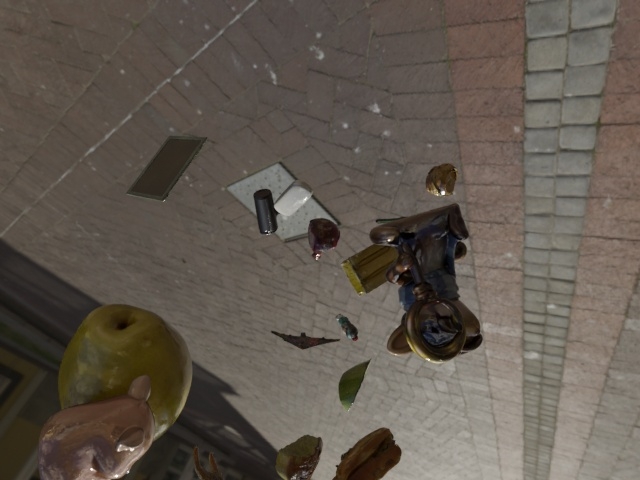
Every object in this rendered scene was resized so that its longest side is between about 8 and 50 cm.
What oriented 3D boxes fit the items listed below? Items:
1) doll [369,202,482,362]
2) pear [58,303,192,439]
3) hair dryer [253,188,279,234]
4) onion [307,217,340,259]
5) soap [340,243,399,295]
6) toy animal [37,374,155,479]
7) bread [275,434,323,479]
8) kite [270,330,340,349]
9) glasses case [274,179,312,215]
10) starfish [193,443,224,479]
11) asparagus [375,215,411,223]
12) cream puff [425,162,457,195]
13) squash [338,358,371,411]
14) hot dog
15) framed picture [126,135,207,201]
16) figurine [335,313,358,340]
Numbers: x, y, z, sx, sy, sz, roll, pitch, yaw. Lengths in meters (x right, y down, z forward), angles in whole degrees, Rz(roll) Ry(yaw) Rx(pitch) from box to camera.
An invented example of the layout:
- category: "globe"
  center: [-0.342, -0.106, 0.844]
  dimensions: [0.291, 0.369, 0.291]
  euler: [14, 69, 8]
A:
- category: "doll"
  center: [0.249, 0.087, 0.983]
  dimensions: [0.318, 0.339, 0.209]
  euler: [-3, 177, -41]
- category: "pear"
  center: [-0.539, 0.383, 1.285]
  dimensions: [0.363, 0.362, 0.418]
  euler: [15, 115, 15]
- category: "hair dryer"
  center: [-0.180, -0.161, 2.059]
  dimensions: [0.089, 0.251, 0.197]
  euler: [36, 144, 44]
- category: "onion"
  center: [0.016, -0.001, 1.996]
  dimensions: [0.136, 0.173, 0.198]
  euler: [-3, 129, -6]
- category: "soap"
  center: [0.269, 0.119, 2.235]
  dimensions: [0.199, 0.315, 0.091]
  euler: [61, 146, 1]
- category: "toy animal"
  center: [-0.501, 0.464, 1.030]
  dimensions: [0.256, 0.195, 0.212]
  euler: [-12, 122, -9]
- category: "bread"
  center: [-0.060, 0.659, 1.353]
  dimensions: [0.086, 0.156, 0.125]
  euler: [11, 104, 37]
- category: "kite"
  center: [-0.067, 0.439, 2.008]
  dimensions: [0.321, 0.016, 0.234]
  euler: [5, -176, -1]
- category: "glasses case"
  center: [-0.093, -0.140, 1.523]
  dimensions: [0.074, 0.049, 0.193]
  euler: [32, 144, -14]
- category: "starfish"
  center: [-0.306, 0.673, 1.267]
  dimensions: [0.247, 0.050, 0.138]
  euler: [36, 159, 54]
- category: "asparagus"
  center: [0.309, -0.081, 1.740]
  dimensions: [0.233, 0.022, 0.023]
  euler: [-3, 109, 45]
- category: "cream puff"
  center: [0.439, -0.220, 1.651]
  dimensions: [0.104, 0.119, 0.133]
  euler: [18, 179, 34]
- category: "squash"
  center: [0.123, 0.516, 1.718]
  dimensions: [0.085, 0.192, 0.184]
  euler: [22, 128, 12]
- category: "hot dog"
  center: [0.123, 0.583, 1.202]
  dimensions: [0.072, 0.270, 0.109]
  euler: [-42, 68, 40]
- category: "framed picture"
  center: [-0.516, -0.248, 1.533]
  dimensions: [0.217, 0.274, 0.017]
  euler: [14, 155, 36]
- category: "figurine"
  center: [0.093, 0.301, 1.585]
  dimensions: [0.106, 0.047, 0.060]
  euler: [49, 166, 46]
